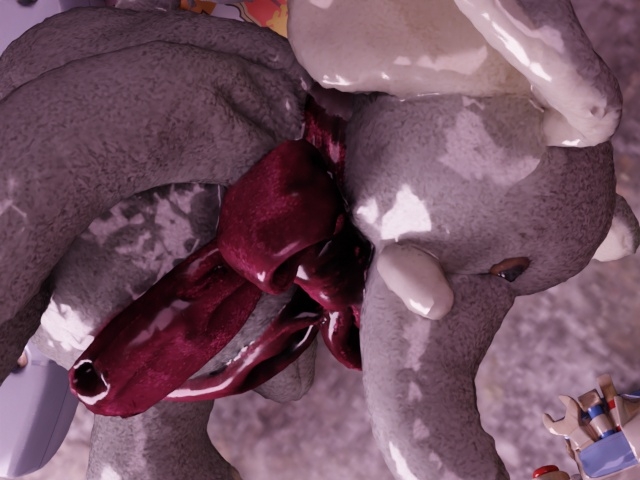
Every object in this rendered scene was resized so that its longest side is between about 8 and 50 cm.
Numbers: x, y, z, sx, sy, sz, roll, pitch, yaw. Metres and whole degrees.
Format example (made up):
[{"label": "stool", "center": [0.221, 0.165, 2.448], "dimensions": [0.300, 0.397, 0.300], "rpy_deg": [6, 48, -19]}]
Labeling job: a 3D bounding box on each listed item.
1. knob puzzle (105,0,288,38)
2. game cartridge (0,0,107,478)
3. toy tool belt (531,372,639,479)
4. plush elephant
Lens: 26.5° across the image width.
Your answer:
[{"label": "knob puzzle", "center": [-0.077, -0.162, 0.667], "dimensions": [0.213, 0.030, 0.213], "rpy_deg": [1, 94, 11]}, {"label": "game cartridge", "center": [-0.197, -0.036, 0.674], "dimensions": [0.196, 0.060, 0.294], "rpy_deg": [5, 96, 21]}, {"label": "toy tool belt", "center": [0.132, 0.090, 0.638], "dimensions": [0.083, 0.052, 0.051], "rpy_deg": [-22, 58, 8]}, {"label": "plush elephant", "center": [0.000, 0.000, 0.537], "dimensions": [0.255, 0.272, 0.330], "rpy_deg": [10, 79, 27]}]
